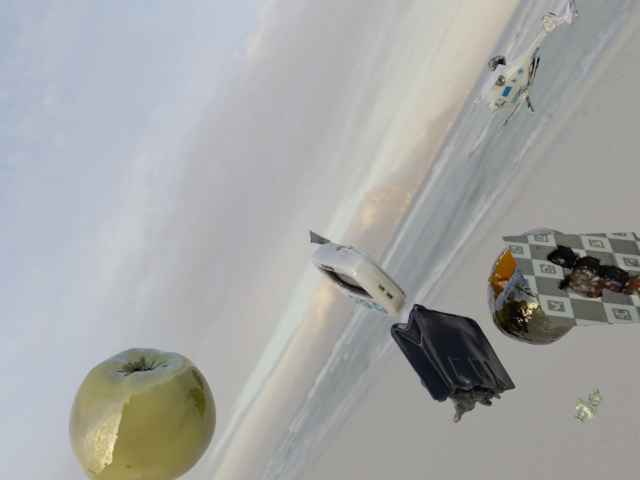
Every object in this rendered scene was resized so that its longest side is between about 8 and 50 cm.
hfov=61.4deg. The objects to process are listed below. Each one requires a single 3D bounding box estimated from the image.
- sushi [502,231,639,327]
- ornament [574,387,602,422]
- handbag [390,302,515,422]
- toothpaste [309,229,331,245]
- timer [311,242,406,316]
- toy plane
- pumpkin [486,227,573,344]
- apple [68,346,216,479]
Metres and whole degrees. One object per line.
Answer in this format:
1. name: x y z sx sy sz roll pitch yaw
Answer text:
1. sushi: 0.605 0.099 1.197 0.320 0.340 0.068 -97 6 -55
2. ornament: 0.719 0.446 1.449 0.092 0.068 0.041 -35 -22 19
3. handbag: 0.339 0.309 1.351 0.326 0.269 0.118 16 -54 -42
4. toothpaste: 0.000 0.000 1.818 0.170 0.029 0.045 22 -119 -65
5. timer: 0.104 0.100 1.448 0.087 0.237 0.262 -51 24 -14
6. toy plane: 0.412 -0.351 1.111 0.273 0.108 0.181 117 164 -75
7. pumpkin: 0.571 0.117 1.438 0.320 0.192 0.320 -156 90 -86
8. apple: -0.332 0.330 1.021 0.262 0.263 0.262 -60 -7 -12
